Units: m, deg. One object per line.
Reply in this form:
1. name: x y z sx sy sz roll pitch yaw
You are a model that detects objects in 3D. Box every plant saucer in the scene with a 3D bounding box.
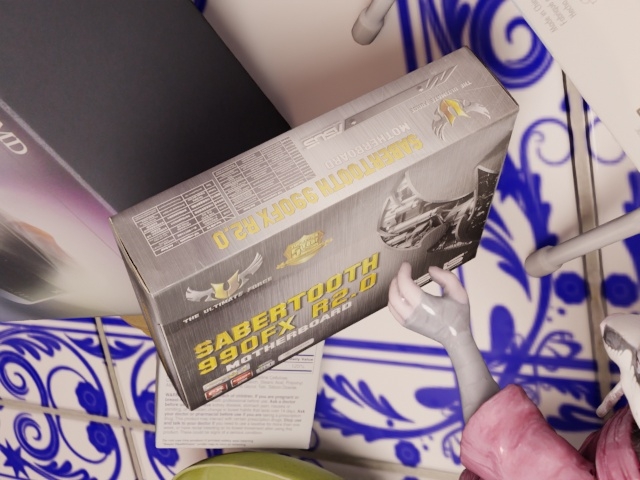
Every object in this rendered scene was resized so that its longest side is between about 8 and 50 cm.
1. plant saucer: -0.014 0.248 0.851 0.241 0.037 0.241 17 140 15

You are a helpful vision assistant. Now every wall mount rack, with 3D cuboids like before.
1. wall mount rack: 0.155 -0.117 0.566 0.304 0.130 0.350 -37 87 36

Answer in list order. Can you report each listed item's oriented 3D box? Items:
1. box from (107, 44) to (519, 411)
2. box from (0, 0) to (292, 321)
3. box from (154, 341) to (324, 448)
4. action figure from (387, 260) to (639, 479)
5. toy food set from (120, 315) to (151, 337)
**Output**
1. box: 0.000 0.000 0.613 0.056 0.231 0.183 56 164 23
2. box: -0.232 -0.090 0.722 0.294 0.183 0.296 -6 140 36
3. box: -0.067 0.093 0.802 0.126 0.072 0.137 3 119 -10
4. action figure: 0.165 0.161 0.551 0.248 0.276 0.370 -2 152 5
5. toy food set: -0.155 0.024 0.897 0.192 0.038 0.132 16 112 34
